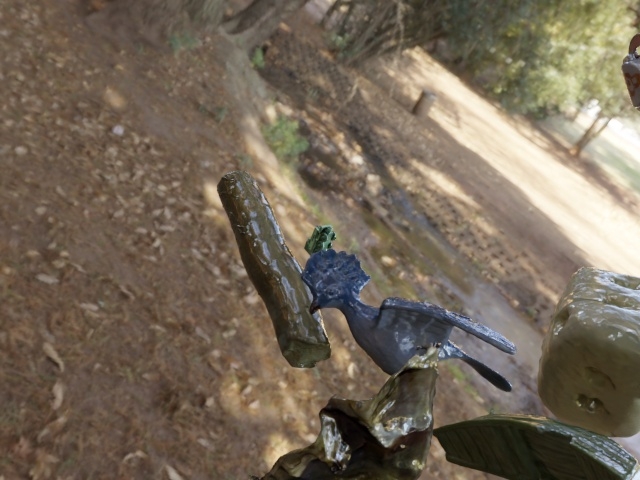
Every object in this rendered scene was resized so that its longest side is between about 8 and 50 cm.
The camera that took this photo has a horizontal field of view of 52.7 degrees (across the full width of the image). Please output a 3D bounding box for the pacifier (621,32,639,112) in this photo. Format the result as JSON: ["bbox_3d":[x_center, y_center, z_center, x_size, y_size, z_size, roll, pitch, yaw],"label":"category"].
[{"bbox_3d":[0.365,-0.177,0.688,0.081,0.078,0.099,-28,99,-83],"label":"pacifier"}]

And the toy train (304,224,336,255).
[{"bbox_3d":[0.000,0.000,1.334,0.033,0.083,0.053,-8,42,-39],"label":"toy train"}]

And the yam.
[{"bbox_3d":[-0.065,0.026,0.839,0.067,0.071,0.317,-10,49,-21],"label":"yam"}]

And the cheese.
[{"bbox_3d":[0.418,0.183,0.959,0.174,0.247,0.251,12,11,19],"label":"cheese"}]

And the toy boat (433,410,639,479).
[{"bbox_3d":[0.226,0.227,0.685,0.093,0.055,0.293,62,-25,-6],"label":"toy boat"}]

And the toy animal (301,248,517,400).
[{"bbox_3d":[0.099,0.106,0.720,0.256,0.176,0.239,9,-11,-13],"label":"toy animal"}]

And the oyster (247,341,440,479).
[{"bbox_3d":[0.022,0.194,0.566,0.166,0.294,0.094,-3,51,-24],"label":"oyster"}]
